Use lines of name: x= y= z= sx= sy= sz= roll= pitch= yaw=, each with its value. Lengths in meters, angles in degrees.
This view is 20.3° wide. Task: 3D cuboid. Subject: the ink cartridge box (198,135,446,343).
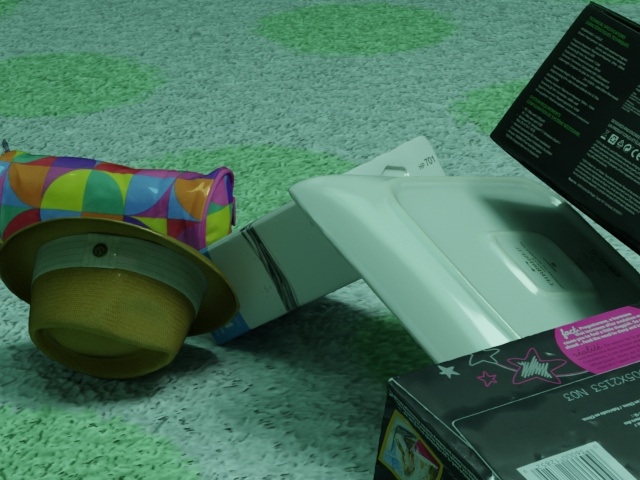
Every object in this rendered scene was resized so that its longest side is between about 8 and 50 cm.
ink cartridge box: x=0.000 y=0.000 z=1.441 sx=0.191 sy=0.082 sz=0.140 roll=-25 pitch=2 yaw=42

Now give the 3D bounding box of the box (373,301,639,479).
box: x=0.176 y=0.150 z=1.069 sx=0.247 sy=0.142 sz=0.163 roll=-15 pitch=38 yaw=-29

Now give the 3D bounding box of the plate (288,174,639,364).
plate: x=0.153 y=0.032 z=1.301 sx=0.278 sy=0.045 sz=0.277 roll=-2 pitch=40 yaw=-45

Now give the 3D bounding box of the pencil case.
pencil case: x=-0.192 y=-0.030 z=1.621 sx=0.236 sy=0.104 sz=0.104 roll=8 pitch=23 yaw=17

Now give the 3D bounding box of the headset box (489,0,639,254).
headset box: x=0.309 y=-0.018 z=1.323 sx=0.283 sy=0.131 sz=0.246 roll=33 pitch=6 yaw=-41

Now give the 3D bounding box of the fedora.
fedora: x=-0.163 y=0.056 z=1.381 sx=0.194 sy=0.194 sz=0.079 roll=4 pitch=59 yaw=11
